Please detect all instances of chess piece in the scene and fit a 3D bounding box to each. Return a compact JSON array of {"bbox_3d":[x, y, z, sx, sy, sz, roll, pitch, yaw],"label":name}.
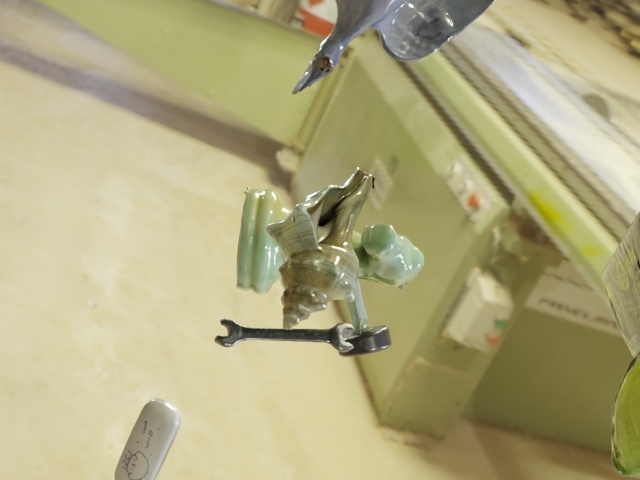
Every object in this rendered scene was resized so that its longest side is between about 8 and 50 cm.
[{"bbox_3d":[0.018,0.014,1.697,0.298,0.175,0.175,7,22,-2],"label":"chess piece"}]

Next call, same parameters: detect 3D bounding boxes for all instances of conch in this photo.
[{"bbox_3d":[-0.013,0.004,1.333,0.137,0.114,0.233,33,52,-51],"label":"conch"}]

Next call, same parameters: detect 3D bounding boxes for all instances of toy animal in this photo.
[{"bbox_3d":[0.049,-0.261,1.033,0.239,0.176,0.255,38,60,-23],"label":"toy animal"}]

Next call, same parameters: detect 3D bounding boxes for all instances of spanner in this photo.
[{"bbox_3d":[-0.056,0.157,1.767,0.255,0.015,0.054,4,64,-26],"label":"spanner"}]

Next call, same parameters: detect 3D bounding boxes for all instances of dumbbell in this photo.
[{"bbox_3d":[0.061,0.106,1.902,0.100,0.191,0.100,-12,1,0],"label":"dumbbell"}]

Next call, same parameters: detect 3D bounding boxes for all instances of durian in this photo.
[{"bbox_3d":[0.417,0.174,1.205,0.101,0.250,0.139,11,37,-36],"label":"durian"}]

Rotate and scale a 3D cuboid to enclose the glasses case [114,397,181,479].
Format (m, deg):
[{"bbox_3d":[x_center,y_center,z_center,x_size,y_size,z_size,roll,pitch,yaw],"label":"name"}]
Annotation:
[{"bbox_3d":[-0.314,0.377,1.939,0.076,0.197,0.049,29,16,12],"label":"glasses case"}]

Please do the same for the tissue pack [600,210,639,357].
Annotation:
[{"bbox_3d":[0.471,0.074,1.458,0.081,0.257,0.185,-16,68,-6],"label":"tissue pack"}]
